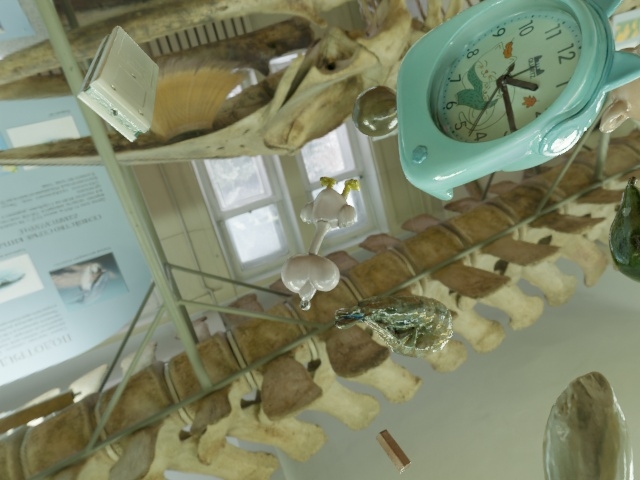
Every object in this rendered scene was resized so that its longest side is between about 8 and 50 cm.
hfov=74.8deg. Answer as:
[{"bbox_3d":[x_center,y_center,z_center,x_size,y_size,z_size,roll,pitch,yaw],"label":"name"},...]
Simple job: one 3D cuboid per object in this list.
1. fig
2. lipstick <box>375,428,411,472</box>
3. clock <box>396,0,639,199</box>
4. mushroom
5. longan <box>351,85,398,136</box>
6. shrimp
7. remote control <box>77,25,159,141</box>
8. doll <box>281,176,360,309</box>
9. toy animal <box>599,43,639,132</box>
[{"bbox_3d":[0.517,-0.014,0.675,0.117,0.178,0.117,-12,159,-5],"label":"fig"},{"bbox_3d":[0.272,0.785,1.567,0.045,0.045,0.145,-1,-144,-40],"label":"lipstick"},{"bbox_3d":[0.224,-0.181,0.505,0.274,0.224,0.094,-12,159,42],"label":"clock"},{"bbox_3d":[0.429,0.386,0.666,0.128,0.128,0.350,-6,-119,31],"label":"mushroom"},{"bbox_3d":[0.204,-0.437,1.396,0.204,0.159,0.185,-13,-135,27],"label":"longan"},{"bbox_3d":[0.264,0.298,1.490,0.445,0.221,0.110,8,176,-10],"label":"shrimp"},{"bbox_3d":[-0.350,-0.284,0.743,0.055,0.103,0.277,-33,-138,13],"label":"remote control"},{"bbox_3d":[0.000,0.000,1.085,0.160,0.365,0.094,9,167,25],"label":"doll"},{"bbox_3d":[0.544,-0.255,0.591,0.166,0.154,0.250,-43,-173,-26],"label":"toy animal"}]
